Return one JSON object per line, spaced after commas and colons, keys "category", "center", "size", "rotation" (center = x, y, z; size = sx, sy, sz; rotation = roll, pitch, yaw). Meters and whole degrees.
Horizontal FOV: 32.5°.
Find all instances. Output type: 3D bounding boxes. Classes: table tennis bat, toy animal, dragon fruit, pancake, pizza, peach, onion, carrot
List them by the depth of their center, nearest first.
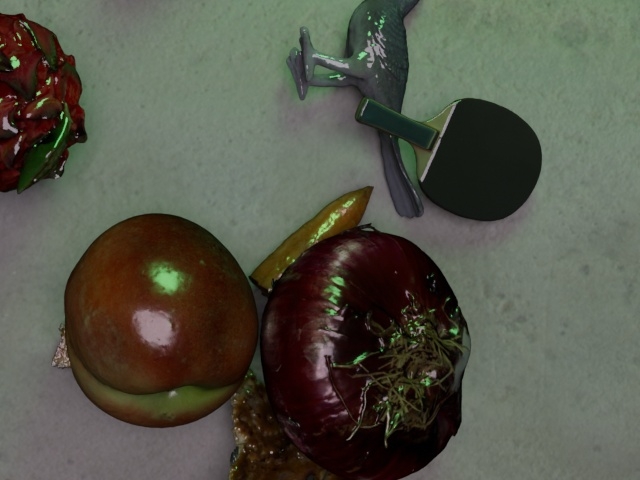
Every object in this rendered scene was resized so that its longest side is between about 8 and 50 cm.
{"category": "dragon fruit", "center": [-0.416, -0.179, 1.299], "size": [0.293, 0.234, 0.233], "rotation": [26, 84, 11]}
{"category": "peach", "center": [-0.190, 0.091, 1.304], "size": [0.252, 0.252, 0.252], "rotation": [0, 88, -8]}
{"category": "onion", "center": [0.049, 0.137, 1.347], "size": [0.314, 0.232, 0.313], "rotation": [6, 82, -43]}
{"category": "pancake", "center": [-0.055, 0.266, 1.364], "size": [0.266, 0.057, 0.244], "rotation": [-17, 68, -40]}
{"category": "pizza", "center": [-0.311, 0.132, 1.393], "size": [0.078, 0.025, 0.083], "rotation": [-35, 91, -12]}
{"category": "table tennis bat", "center": [0.168, -0.120, 1.419], "size": [0.274, 0.021, 0.154], "rotation": [21, 97, -21]}
{"category": "carrot", "center": [0.000, 0.000, 1.424], "size": [0.205, 0.072, 0.072], "rotation": [-45, 95, -10]}
{"category": "toy animal", "center": [0.058, -0.222, 1.426], "size": [0.206, 0.081, 0.367], "rotation": [6, 86, -24]}

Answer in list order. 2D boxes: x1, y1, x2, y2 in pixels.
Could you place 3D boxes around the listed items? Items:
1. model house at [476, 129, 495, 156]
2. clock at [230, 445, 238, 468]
{"category": "model house", "center": [0.190, -0.130, 1.466], "size": [0.083, 0.058, 0.057], "rotation": [-5, 108, -9]}
{"category": "clock", "center": [-0.076, 0.290, 1.424], "size": [0.083, 0.010, 0.074], "rotation": [-19, 79, -1]}
